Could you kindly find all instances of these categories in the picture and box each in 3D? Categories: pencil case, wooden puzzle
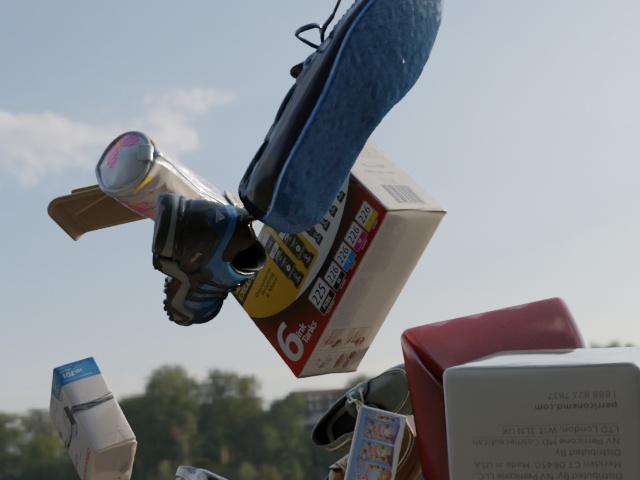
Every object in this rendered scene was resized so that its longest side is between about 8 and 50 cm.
[{"bbox_3d":[-0.239,-0.074,1.745,0.124,0.114,0.273,0,-22,35],"label":"pencil case"},{"bbox_3d":[-0.368,-0.074,1.975,0.238,0.044,0.221,-18,-13,-3],"label":"wooden puzzle"}]

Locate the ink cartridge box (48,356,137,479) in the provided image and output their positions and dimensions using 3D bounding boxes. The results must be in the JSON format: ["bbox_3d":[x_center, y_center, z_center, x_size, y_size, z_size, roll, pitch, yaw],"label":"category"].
[{"bbox_3d":[-0.402,0.323,1.877,0.082,0.191,0.140,-13,-39,-30],"label":"ink cartridge box"}]

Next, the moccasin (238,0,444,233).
[{"bbox_3d":[0.008,-0.175,1.201,0.116,0.342,0.138,22,-17,49],"label":"moccasin"}]

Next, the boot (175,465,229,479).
[{"bbox_3d":[-0.245,0.570,1.963,0.138,0.284,0.377,27,-18,-11],"label":"boot"}]

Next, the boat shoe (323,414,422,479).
[{"bbox_3d":[0.074,0.451,1.981,0.119,0.123,0.324,12,-56,-38],"label":"boat shoe"}]

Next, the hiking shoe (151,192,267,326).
[{"bbox_3d":[-0.135,0.041,1.377,0.132,0.113,0.304,4,-21,2],"label":"hiking shoe"}]

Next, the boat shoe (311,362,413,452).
[{"bbox_3d":[0.094,0.352,2.205,0.099,0.116,0.319,-1,-31,-39],"label":"boat shoe"}]

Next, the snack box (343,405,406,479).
[{"bbox_3d":[0.064,0.307,1.389,0.064,0.178,0.022,13,-24,2],"label":"snack box"}]

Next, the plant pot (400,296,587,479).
[{"bbox_3d":[0.289,0.266,1.581,0.267,0.268,0.236,-12,16,-5],"label":"plant pot"}]

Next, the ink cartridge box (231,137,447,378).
[{"bbox_3d":[0.000,0.000,1.604,0.130,0.272,0.309,0,-53,-43],"label":"ink cartridge box"}]

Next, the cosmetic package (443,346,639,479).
[{"bbox_3d":[0.219,0.324,0.916,0.161,0.454,0.230,-4,-3,20],"label":"cosmetic package"}]
